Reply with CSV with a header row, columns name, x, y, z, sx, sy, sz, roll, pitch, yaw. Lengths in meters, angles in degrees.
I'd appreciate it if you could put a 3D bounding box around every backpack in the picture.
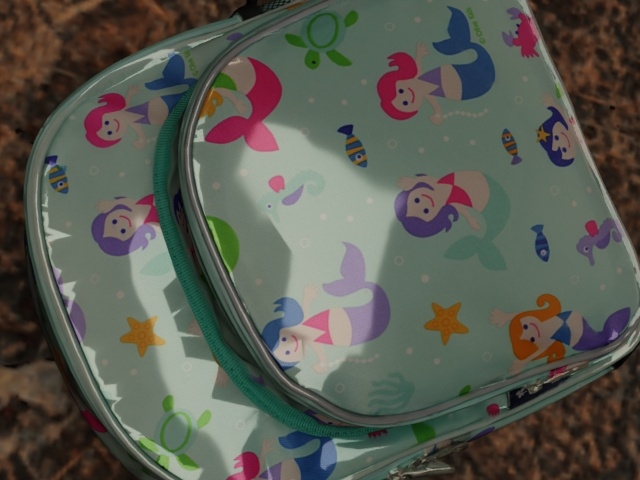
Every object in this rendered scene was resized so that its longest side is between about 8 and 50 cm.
name,x,y,z,sx,sy,sz,roll,pitch,yaw
backpack,0.000,0.000,0.641,0.253,0.191,0.225,-21,87,-10
